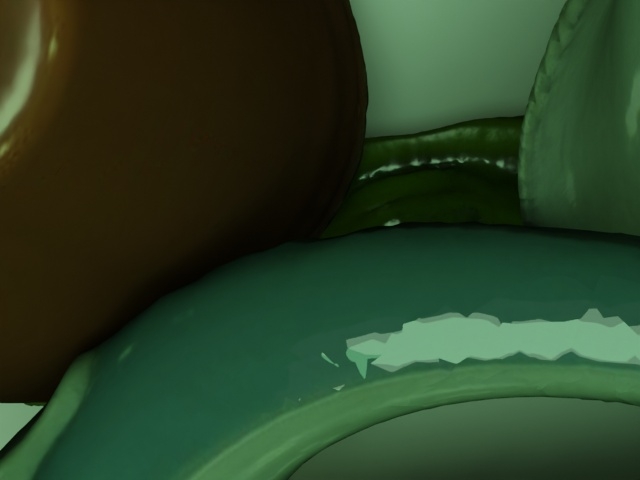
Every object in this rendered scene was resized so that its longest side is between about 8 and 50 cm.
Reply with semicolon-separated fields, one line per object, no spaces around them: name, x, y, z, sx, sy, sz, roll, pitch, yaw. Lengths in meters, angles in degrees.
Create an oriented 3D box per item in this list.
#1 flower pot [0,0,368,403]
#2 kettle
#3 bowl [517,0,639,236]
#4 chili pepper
flower pot;-0.091;-0.047;0.393;0.190;0.173;0.191;0;92;9
kettle;0.071;0.142;0.421;0.342;0.247;0.320;7;115;6
bowl;0.187;-0.093;0.393;0.313;0.146;0.313;-6;149;-3
chili pepper;0.000;0.000;0.486;0.201;0.050;0.052;-14;118;10
